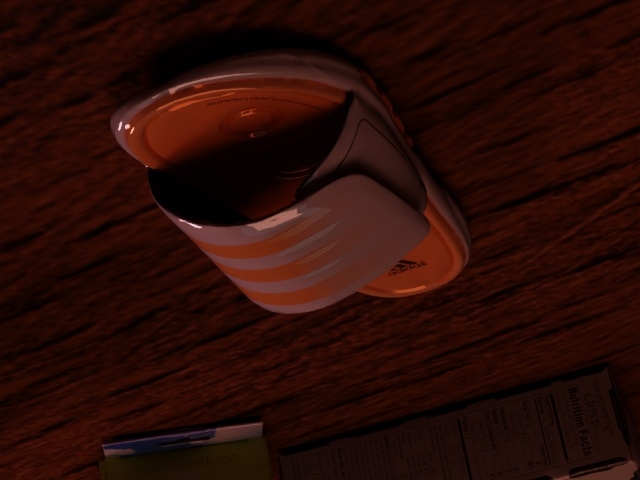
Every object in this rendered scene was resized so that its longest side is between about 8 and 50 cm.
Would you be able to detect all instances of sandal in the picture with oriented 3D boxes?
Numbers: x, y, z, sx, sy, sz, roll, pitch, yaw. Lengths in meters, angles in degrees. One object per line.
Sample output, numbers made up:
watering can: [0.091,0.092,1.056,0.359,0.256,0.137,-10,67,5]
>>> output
sandal: [0.010,-0.003,0.746,0.102,0.076,0.265,-22,152,21]

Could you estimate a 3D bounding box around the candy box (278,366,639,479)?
candy box: [0.106,0.170,1.142,0.233,0.071,0.159,-15,154,11]

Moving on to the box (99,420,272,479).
box: [-0.089,0.175,1.112,0.109,0.042,0.178,-8,155,-7]
